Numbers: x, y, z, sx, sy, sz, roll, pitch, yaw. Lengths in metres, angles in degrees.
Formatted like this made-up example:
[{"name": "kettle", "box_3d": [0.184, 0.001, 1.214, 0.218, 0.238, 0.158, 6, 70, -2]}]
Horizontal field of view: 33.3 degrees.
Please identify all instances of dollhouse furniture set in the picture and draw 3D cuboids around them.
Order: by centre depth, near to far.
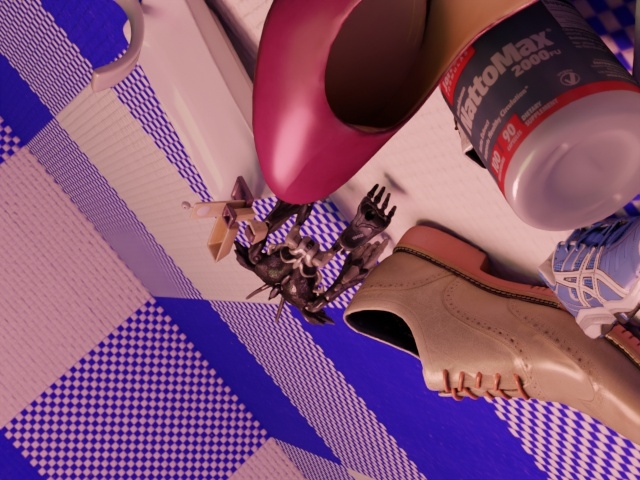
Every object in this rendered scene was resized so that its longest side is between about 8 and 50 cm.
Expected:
[{"name": "dollhouse furniture set", "box_3d": [-0.127, -0.003, 1.255, 0.091, 0.081, 0.114, 62, 143, 33]}]

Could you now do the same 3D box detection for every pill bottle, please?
[{"name": "pill bottle", "box_3d": [0.139, -0.103, 0.709, 0.108, 0.108, 0.180, 70, 177, -49]}]

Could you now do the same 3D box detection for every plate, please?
[{"name": "plate", "box_3d": [-0.135, -0.174, 1.297, 0.277, 0.045, 0.278, 61, 160, -6]}]

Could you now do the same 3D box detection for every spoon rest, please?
[{"name": "spoon rest", "box_3d": [-0.275, -0.318, 1.280, 0.137, 0.084, 0.276, 141, 111, -69]}]

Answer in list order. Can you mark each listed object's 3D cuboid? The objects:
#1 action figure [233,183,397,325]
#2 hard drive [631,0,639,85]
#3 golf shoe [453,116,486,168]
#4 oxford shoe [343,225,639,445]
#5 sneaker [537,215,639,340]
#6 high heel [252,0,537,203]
[{"name": "action figure", "box_3d": [0.000, 0.000, 1.270, 0.164, 0.141, 0.275, 44, 146, 4]}, {"name": "hard drive", "box_3d": [0.310, -0.070, 0.563, 0.319, 0.040, 0.210, 36, 159, 32]}, {"name": "golf shoe", "box_3d": [0.124, -0.112, 0.820, 0.198, 0.094, 0.077, 39, 161, 30]}, {"name": "oxford shoe", "box_3d": [0.187, 0.123, 1.072, 0.397, 0.146, 0.140, 27, 153, 46]}, {"name": "sneaker", "box_3d": [0.232, 0.020, 0.868, 0.081, 0.080, 0.211, 41, 160, 10]}, {"name": "high heel", "box_3d": [0.073, -0.120, 0.610, 0.181, 0.127, 0.377, 59, 140, 33]}]
